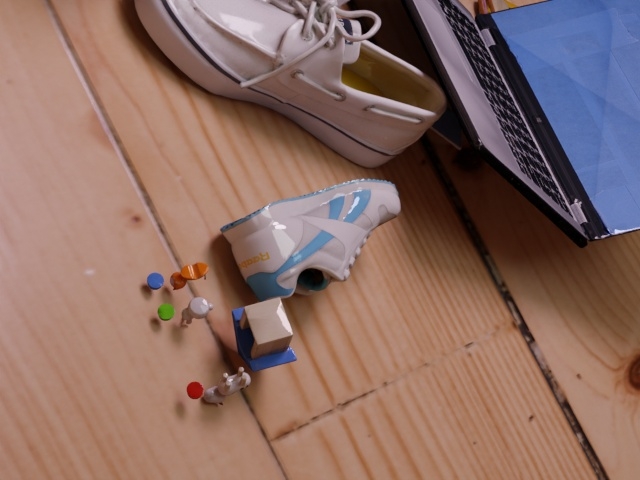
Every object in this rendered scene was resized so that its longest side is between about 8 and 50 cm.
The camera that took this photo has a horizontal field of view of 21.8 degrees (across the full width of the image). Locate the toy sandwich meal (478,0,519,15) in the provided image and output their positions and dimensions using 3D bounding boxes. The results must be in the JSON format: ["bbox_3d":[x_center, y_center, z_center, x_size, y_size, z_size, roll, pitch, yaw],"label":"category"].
[{"bbox_3d":[0.234,-0.289,2.139,0.085,0.029,0.086,30,44,-33],"label":"toy sandwich meal"}]

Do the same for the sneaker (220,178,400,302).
[{"bbox_3d":[0.000,0.000,1.607,0.228,0.087,0.092,-19,86,-47],"label":"sneaker"}]

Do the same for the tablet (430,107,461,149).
[{"bbox_3d":[0.135,-0.144,1.933,0.083,0.006,0.054,34,41,-31],"label":"tablet"}]

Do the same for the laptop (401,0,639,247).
[{"bbox_3d":[0.297,-0.214,1.905,0.408,0.236,0.382,35,26,-48],"label":"laptop"}]

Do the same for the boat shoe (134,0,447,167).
[{"bbox_3d":[-0.006,-0.198,1.676,0.367,0.156,0.136,30,44,-34],"label":"boat shoe"}]

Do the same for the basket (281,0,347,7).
[{"bbox_3d":[-0.032,-0.313,1.779,0.167,0.103,0.113,52,36,-6],"label":"basket"}]

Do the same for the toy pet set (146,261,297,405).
[{"bbox_3d":[-0.086,0.084,1.474,0.114,0.065,0.122,-14,68,-17],"label":"toy pet set"}]
